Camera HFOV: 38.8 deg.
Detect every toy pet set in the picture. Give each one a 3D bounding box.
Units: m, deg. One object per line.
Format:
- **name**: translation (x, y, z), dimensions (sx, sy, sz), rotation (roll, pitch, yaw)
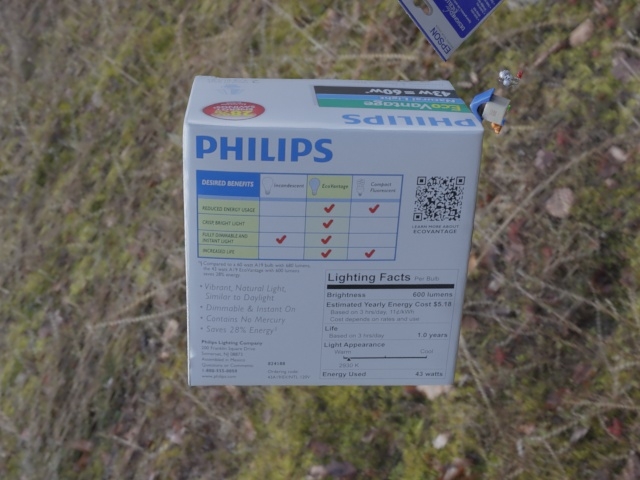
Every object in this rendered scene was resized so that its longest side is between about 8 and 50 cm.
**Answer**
- **toy pet set**: translation (0.323, -0.258, 1.709), dimensions (0.114, 0.065, 0.122), rotation (-54, -17, -50)

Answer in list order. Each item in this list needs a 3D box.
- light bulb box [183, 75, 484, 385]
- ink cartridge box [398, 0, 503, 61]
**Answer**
- **light bulb box**: translation (0.005, -0.015, 1.196), dimensions (0.225, 0.358, 0.361), rotation (-99, 11, -64)
- **ink cartridge box**: translation (0.282, -0.611, 2.001), dimensions (0.307, 0.303, 0.072), rotation (-45, 28, -3)
